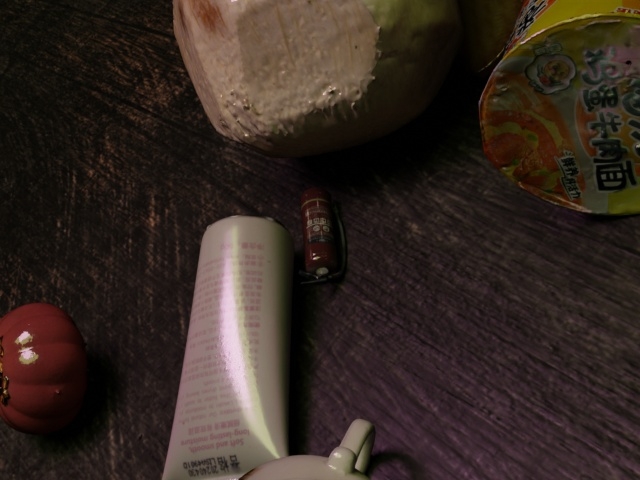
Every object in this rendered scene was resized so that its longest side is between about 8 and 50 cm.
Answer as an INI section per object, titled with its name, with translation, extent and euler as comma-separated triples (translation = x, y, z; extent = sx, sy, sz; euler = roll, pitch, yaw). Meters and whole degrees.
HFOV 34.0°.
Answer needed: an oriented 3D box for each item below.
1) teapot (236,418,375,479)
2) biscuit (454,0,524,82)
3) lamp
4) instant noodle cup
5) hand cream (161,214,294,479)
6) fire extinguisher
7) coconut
[teapot]
translation = -0.011, 0.307, 1.029
extent = 0.204, 0.139, 0.298
euler = 24, 67, 19
[biscuit]
translation = 0.209, -0.299, 1.459
extent = 0.176, 0.031, 0.228
euler = -12, 51, 32
[lamp]
translation = -0.376, 0.173, 1.423
extent = 0.182, 0.140, 0.182
euler = 17, 110, 58
[instant noodle cup]
translation = 0.312, -0.186, 1.122
extent = 0.264, 0.264, 0.200
euler = -14, 39, 30
[hand cream]
translation = -0.100, 0.138, 1.278
extent = 0.186, 0.118, 0.358
euler = -13, 56, 27
[fire extinguisher]
translation = 0.000, 0.000, 1.354
extent = 0.064, 0.043, 0.158
euler = 5, 46, -11
[coconut]
translation = -0.017, -0.323, 1.374
extent = 0.416, 0.345, 0.415
euler = -1, 87, 11
